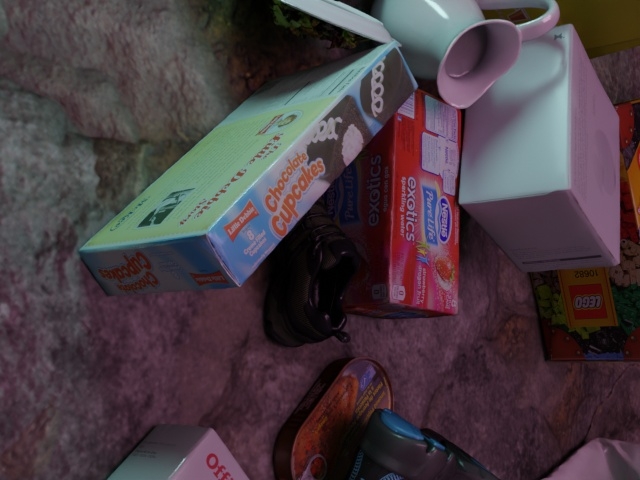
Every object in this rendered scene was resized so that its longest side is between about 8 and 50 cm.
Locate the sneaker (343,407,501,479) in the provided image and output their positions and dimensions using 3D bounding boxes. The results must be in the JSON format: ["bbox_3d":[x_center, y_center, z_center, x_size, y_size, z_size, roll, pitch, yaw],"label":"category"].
[{"bbox_3d":[0.118,0.298,1.012,0.139,0.125,0.341,-57,139,-4],"label":"sneaker"}]

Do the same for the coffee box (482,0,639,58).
[{"bbox_3d":[0.294,-0.455,1.137,0.337,0.338,0.334,46,55,-31],"label":"coffee box"}]

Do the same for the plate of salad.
[{"bbox_3d":[-0.008,-0.239,0.927,0.200,0.200,0.048,6,115,-45],"label":"plate of salad"}]

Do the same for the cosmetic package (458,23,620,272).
[{"bbox_3d":[0.281,-0.106,1.087,0.225,0.138,0.224,39,52,-51],"label":"cosmetic package"}]

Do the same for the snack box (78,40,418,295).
[{"bbox_3d":[-0.060,-0.072,0.826,0.322,0.187,0.060,-49,120,-37],"label":"snack box"}]

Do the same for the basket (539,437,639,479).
[{"bbox_3d":[0.469,0.468,1.203,0.328,0.331,0.266,-18,103,-45],"label":"basket"}]

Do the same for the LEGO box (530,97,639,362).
[{"bbox_3d":[0.540,-0.049,1.436,0.500,0.193,0.372,-18,97,-46],"label":"LEGO box"}]

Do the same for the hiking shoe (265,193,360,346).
[{"bbox_3d":[0.000,0.000,0.930,0.086,0.114,0.226,2,83,-46],"label":"hiking shoe"}]

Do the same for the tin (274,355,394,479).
[{"bbox_3d":[0.018,0.213,0.975,0.189,0.040,0.106,-49,114,-38],"label":"tin"}]

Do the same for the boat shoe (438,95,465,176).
[{"bbox_3d":[0.187,-0.102,1.149,0.096,0.098,0.277,47,53,-30],"label":"boat shoe"}]

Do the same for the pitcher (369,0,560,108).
[{"bbox_3d":[0.164,-0.258,1.029,0.178,0.207,0.125,-29,128,-7],"label":"pitcher"}]

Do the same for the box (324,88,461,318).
[{"bbox_3d":[0.079,-0.041,1.010,0.128,0.123,0.256,13,75,-44],"label":"box"}]

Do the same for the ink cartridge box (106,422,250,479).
[{"bbox_3d":[-0.144,0.288,0.756,0.212,0.093,0.154,-48,118,-40],"label":"ink cartridge box"}]
